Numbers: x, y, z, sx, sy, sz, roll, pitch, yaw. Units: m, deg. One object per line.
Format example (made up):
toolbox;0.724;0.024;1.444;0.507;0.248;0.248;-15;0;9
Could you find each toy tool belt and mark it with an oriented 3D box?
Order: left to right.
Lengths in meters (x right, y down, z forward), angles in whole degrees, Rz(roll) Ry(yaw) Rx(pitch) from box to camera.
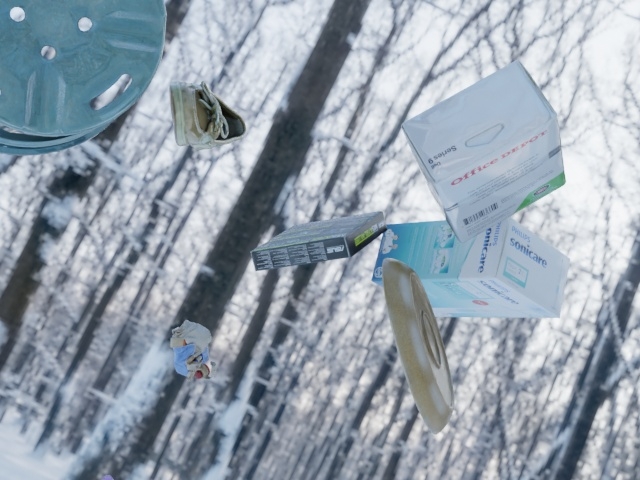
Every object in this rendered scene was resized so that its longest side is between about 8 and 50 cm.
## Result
toy tool belt;-0.161;0.143;1.248;0.052;0.051;0.083;13;-56;30

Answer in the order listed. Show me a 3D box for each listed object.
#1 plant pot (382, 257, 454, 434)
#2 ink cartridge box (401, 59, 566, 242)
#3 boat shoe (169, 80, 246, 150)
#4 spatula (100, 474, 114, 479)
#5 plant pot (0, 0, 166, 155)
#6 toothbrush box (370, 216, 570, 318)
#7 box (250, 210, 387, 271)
plant pot;0.132;0.131;1.330;0.032;0.236;0.236;-18;-28;12
ink cartridge box;0.268;-0.135;1.641;0.121;0.211;0.289;63;5;23
boat shoe;-0.184;-0.203;1.666;0.089;0.105;0.285;-5;2;4
spatula;-0.286;0.400;1.144;0.030;0.296;0.084;12;21;-35
plant pot;-0.345;-0.264;1.255;0.341;0.341;0.334;31;-4;-22
toothbrush box;0.281;0.055;1.925;0.295;0.126;0.216;-4;-25;44
box;0.000;0.000;1.831;0.190;0.045;0.184;-9;14;26
